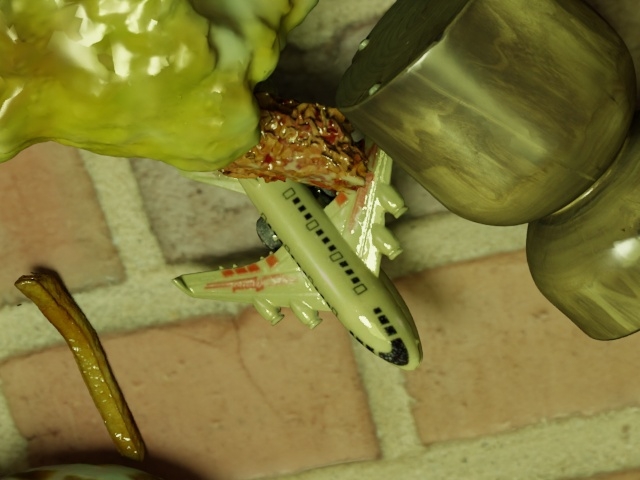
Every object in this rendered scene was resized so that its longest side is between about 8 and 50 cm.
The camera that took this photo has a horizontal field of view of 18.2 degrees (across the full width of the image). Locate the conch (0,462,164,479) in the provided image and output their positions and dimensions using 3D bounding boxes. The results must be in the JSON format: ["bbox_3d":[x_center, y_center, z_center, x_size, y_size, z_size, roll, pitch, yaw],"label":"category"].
[{"bbox_3d":[-0.158,0.322,1.690,0.249,0.197,0.368,11,127,42],"label":"conch"}]

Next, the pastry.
[{"bbox_3d":[-0.042,-0.080,1.466,0.169,0.087,0.063,11,76,9],"label":"pastry"}]

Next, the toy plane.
[{"bbox_3d":[0.000,0.000,1.543,0.229,0.092,0.244,-42,89,22],"label":"toy plane"}]

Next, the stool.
[{"bbox_3d":[0.162,-0.077,1.441,0.264,0.179,0.179,42,115,-15],"label":"stool"}]

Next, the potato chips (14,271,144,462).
[{"bbox_3d":[-0.195,0.103,1.665,0.026,0.037,0.204,-11,123,24],"label":"potato chips"}]

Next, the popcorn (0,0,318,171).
[{"bbox_3d":[-0.173,-0.218,1.383,0.292,0.293,0.334,4,92,46],"label":"popcorn"}]
